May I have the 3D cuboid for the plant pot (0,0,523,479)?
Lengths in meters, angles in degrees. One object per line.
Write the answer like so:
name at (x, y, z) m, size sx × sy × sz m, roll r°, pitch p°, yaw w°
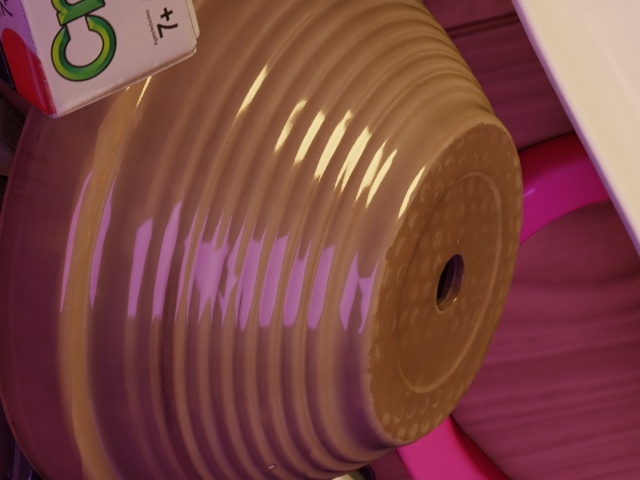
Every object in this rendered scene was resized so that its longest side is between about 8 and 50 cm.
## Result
plant pot at (0.000, 0.000, 0.620) m, size 0.109 × 0.237 × 0.237 m, roll 16°, pitch 118°, yaw 26°

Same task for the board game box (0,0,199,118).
board game box at (-0.130, -0.200, 0.442) m, size 0.053 × 0.193 × 0.305 m, roll -28°, pitch 126°, yaw -23°

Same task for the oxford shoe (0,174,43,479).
oxford shoe at (-0.138, 0.074, 0.674) m, size 0.096 × 0.083 × 0.227 m, roll 17°, pitch 113°, yaw 5°

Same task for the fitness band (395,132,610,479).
fitness band at (0.156, 0.081, 0.792) m, size 0.209 × 0.054 × 0.291 m, roll -40°, pitch 113°, yaw 11°

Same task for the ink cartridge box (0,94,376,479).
ink cartridge box at (-0.144, 0.104, 0.753) m, size 0.239 × 0.060 × 0.275 m, roll -38°, pitch 116°, yaw 11°

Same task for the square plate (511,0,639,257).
square plate at (0.275, -0.056, 0.711) m, size 0.344 × 0.049 × 0.347 m, roll -31°, pitch 113°, yaw -8°
